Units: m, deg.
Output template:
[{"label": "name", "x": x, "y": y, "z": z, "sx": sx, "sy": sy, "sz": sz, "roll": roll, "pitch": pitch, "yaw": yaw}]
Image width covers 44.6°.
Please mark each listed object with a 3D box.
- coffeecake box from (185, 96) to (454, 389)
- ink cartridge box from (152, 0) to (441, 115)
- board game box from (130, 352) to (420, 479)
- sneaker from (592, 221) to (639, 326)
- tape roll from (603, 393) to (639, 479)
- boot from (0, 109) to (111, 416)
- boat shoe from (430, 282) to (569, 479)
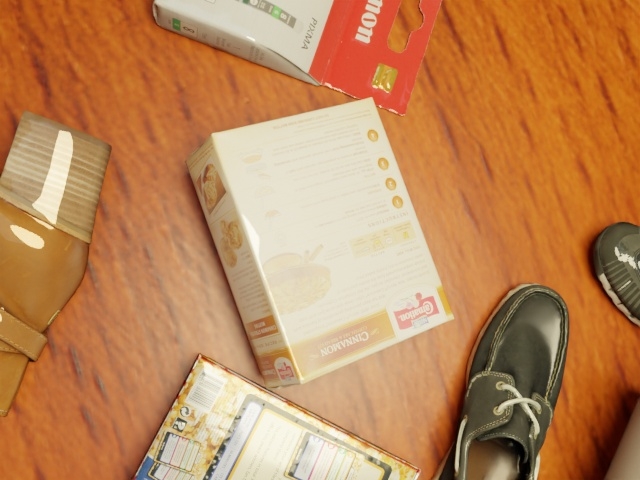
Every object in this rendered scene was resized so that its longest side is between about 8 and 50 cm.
[{"label": "coffeecake box", "x": 0.000, "y": 0.000, "z": 0.595, "sx": 0.142, "sy": 0.068, "sz": 0.186, "roll": -18, "pitch": 86, "yaw": -29}, {"label": "ink cartridge box", "x": -0.002, "y": -0.227, "z": 0.650, "sx": 0.224, "sy": 0.056, "sz": 0.181, "roll": 19, "pitch": 81, "yaw": -5}, {"label": "board game box", "x": -0.042, "y": 0.195, "z": 0.596, "sx": 0.193, "sy": 0.045, "sz": 0.147, "roll": 29, "pitch": 79, "yaw": -5}, {"label": "sneaker", "x": 0.330, "y": 0.066, "z": 0.639, "sx": 0.234, "sy": 0.106, "sz": 0.078, "roll": 44, "pitch": 78, "yaw": -2}, {"label": "tape roll", "x": 0.323, "y": 0.218, "z": 0.551, "sx": 0.246, "sy": 0.246, "sz": 0.169, "roll": 29, "pitch": 80, "yaw": -5}, {"label": "boot", "x": -0.312, "y": -0.010, "z": 0.559, "sx": 0.283, "sy": 0.109, "sz": 0.220, "roll": 20, "pitch": 85, "yaw": -14}, {"label": "boat shoe", "x": 0.152, "y": 0.144, "z": 0.618, "sx": 0.084, "sy": 0.079, "sz": 0.233, "roll": 23, "pitch": 79, "yaw": -4}]
